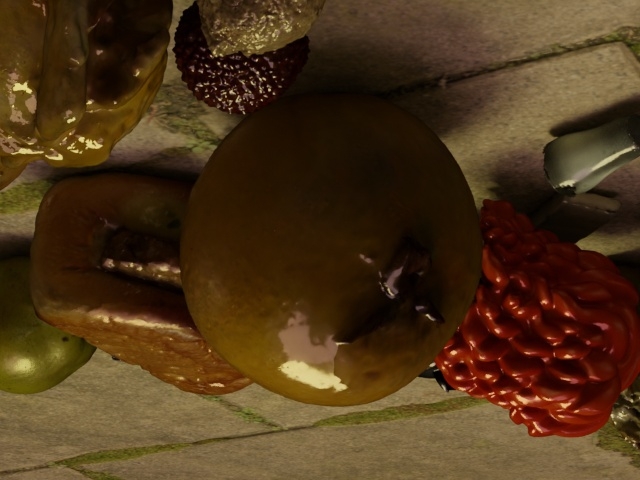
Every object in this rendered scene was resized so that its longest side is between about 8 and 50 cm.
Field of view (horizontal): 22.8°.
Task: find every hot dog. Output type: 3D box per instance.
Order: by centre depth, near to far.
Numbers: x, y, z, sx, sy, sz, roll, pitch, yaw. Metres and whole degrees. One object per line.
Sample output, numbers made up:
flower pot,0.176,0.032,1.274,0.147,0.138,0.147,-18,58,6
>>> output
hot dog,-0.160,0.055,1.936,0.223,0.185,0.405,-10,156,26

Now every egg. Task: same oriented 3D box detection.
egg,-0.049,-0.222,1.353,0.116,0.140,0.118,33,-151,24

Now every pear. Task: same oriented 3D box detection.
pear,-0.385,0.112,2.080,0.198,0.198,0.198,1,157,0

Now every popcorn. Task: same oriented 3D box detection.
popcorn,-0.240,-0.168,1.427,0.190,0.191,0.253,31,147,-3

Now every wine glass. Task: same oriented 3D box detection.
wine glass,0.314,-0.103,1.699,0.072,0.072,0.155,18,151,-35

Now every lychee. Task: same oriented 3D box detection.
lychee,-0.075,-0.176,1.465,0.123,0.123,0.129,-9,174,22

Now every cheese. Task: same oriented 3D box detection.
cheese,0.250,0.024,2.040,0.085,0.034,0.400,12,155,-19

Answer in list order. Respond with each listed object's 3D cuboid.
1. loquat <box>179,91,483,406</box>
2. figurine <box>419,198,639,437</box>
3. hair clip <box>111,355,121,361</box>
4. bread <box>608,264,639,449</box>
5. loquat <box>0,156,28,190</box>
loquat,0.000,0.000,1.666,0.328,0.328,0.359,20,-178,-38
figurine,0.183,0.096,1.935,0.411,0.241,0.306,1,131,39
hair clip,-0.207,0.165,2.365,0.187,0.056,0.146,13,147,-20
bread,0.460,0.176,2.078,0.314,0.370,0.192,11,119,-33
loquat,-0.357,-0.110,1.609,0.163,0.163,0.137,-11,124,25
